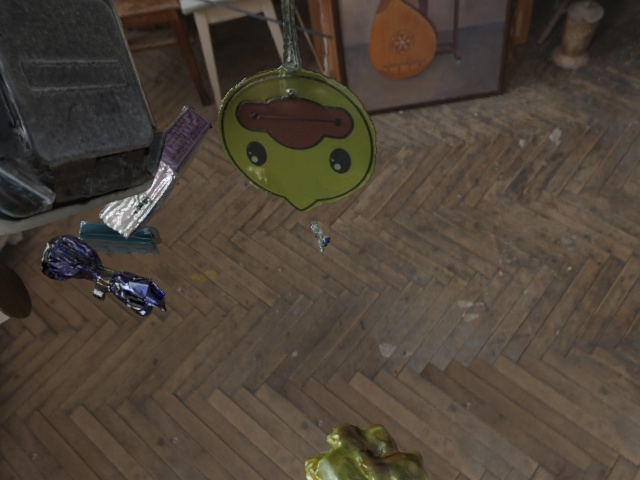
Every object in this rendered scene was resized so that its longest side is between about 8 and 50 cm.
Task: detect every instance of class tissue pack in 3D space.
[{"bbox_3d":[-0.427,-0.189,1.547,0.122,0.259,0.361,36,28,-13],"label":"tissue pack"}]

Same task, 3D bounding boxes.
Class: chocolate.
[{"bbox_3d":[-0.545,0.105,1.510,0.343,0.148,0.126,25,26,4],"label":"chocolate"}]

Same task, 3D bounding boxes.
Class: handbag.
[{"bbox_3d":[-0.608,0.000,1.768,0.229,0.179,0.062,4,75,-9],"label":"handbag"}]

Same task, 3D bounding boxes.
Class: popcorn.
[{"bbox_3d":[0.106,0.576,1.301,0.312,0.312,0.312,-3,59,5],"label":"popcorn"}]

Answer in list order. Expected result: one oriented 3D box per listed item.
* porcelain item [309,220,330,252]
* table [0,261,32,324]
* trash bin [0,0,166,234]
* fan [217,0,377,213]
[{"bbox_3d":[0.000,0.000,1.655,0.021,0.075,0.136,-10,24,-16],"label":"porcelain item"},{"bbox_3d":[-0.865,0.175,1.430,0.227,0.167,0.167,-30,60,2],"label":"table"},{"bbox_3d":[-0.393,-0.143,0.621,0.368,0.296,0.256,-12,12,27],"label":"trash bin"},{"bbox_3d":[-0.036,-0.172,0.787,0.230,0.335,0.011,5,38,11],"label":"fan"}]
